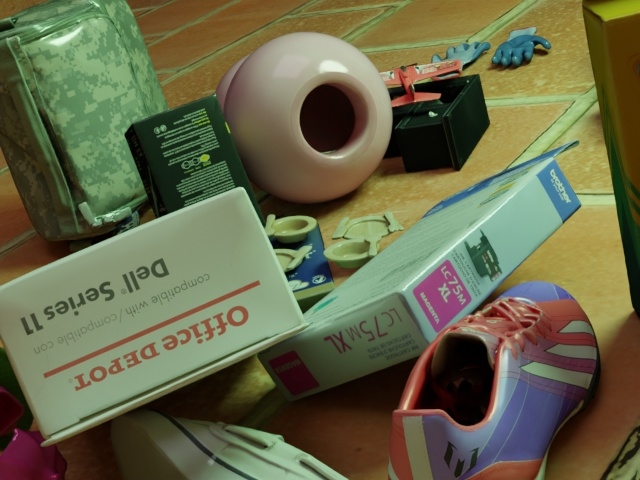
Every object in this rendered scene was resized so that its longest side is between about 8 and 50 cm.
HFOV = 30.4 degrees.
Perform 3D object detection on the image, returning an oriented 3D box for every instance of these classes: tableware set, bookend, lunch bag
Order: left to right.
[{"bbox_3d":[-0.331,-0.161,1.557,0.212,0.305,0.256,-14,17,13],"label":"lunch bag"},{"bbox_3d":[0.000,0.000,1.199,0.168,0.020,0.141,-4,22,10],"label":"tableware set"},{"bbox_3d":[0.118,-0.143,1.497,0.157,0.072,0.156,-6,24,26],"label":"bookend"}]

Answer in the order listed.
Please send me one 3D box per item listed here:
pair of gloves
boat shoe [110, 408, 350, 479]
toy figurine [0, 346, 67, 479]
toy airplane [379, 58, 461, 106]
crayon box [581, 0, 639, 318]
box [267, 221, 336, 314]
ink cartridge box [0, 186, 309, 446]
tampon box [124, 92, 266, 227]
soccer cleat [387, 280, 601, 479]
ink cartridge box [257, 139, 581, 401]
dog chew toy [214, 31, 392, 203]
[{"bbox_3d":[0.263,-0.290,1.830,0.198,0.023,0.159,-8,24,21],"label":"pair of gloves"},{"bbox_3d":[-0.052,0.170,0.812,0.088,0.096,0.267,-19,17,-35],"label":"boat shoe"},{"bbox_3d":[-0.273,0.186,0.931,0.173,0.130,0.159,-46,39,-13],"label":"toy figurine"},{"bbox_3d":[0.114,-0.200,1.498,0.151,0.028,0.151,-8,22,3],"label":"toy airplane"},{"bbox_3d":[0.317,-0.095,0.890,0.202,0.319,0.081,-14,21,6],"label":"crayon box"},{"bbox_3d":[-0.057,0.037,1.225,0.136,0.037,0.225,-16,20,0],"label":"box"},{"bbox_3d":[-0.134,0.057,0.927,0.207,0.119,0.353,-24,-1,-8],"label":"ink cartridge box"},{"bbox_3d":[-0.145,-0.069,1.343,0.101,0.161,0.120,-22,5,-14],"label":"tampon box"},{"bbox_3d":[0.127,0.092,0.839,0.108,0.117,0.318,-5,24,27],"label":"soccer cleat"},{"bbox_3d":[0.104,0.021,1.035,0.185,0.065,0.311,-27,10,47],"label":"ink cartridge box"},{"bbox_3d":[-0.047,-0.155,1.489,0.206,0.207,0.332,-24,14,-19],"label":"dog chew toy"}]
